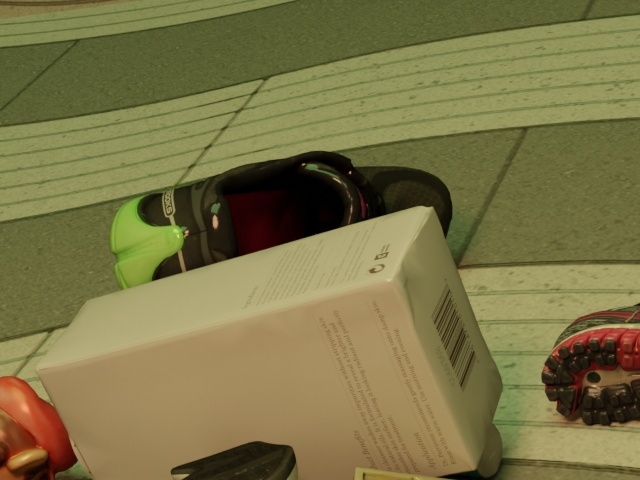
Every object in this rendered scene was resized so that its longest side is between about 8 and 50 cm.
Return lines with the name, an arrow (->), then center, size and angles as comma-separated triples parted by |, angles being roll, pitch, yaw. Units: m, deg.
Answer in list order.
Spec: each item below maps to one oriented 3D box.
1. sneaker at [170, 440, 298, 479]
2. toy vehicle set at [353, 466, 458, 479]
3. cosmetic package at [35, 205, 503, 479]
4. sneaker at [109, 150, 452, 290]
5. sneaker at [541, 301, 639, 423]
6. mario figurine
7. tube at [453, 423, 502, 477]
sneaker -> -0.060, 0.272, 1.510 | 0.123, 0.178, 0.295 | -18, -1, -7
toy vehicle set -> 0.106, 0.284, 1.495 | 0.166, 0.035, 0.267 | 8, 25, -2
cosmetic package -> -0.047, 0.132, 1.704 | 0.385, 0.217, 0.156 | -13, 23, 24
sneaker -> 0.000, 0.000, 1.934 | 0.202, 0.185, 0.482 | -18, -3, 42
sneaker -> 0.364, 0.094, 1.727 | 0.299, 0.121, 0.112 | -5, 24, 22
mario figurine -> -0.372, 0.259, 1.778 | 0.320, 0.198, 0.170 | -19, -16, -43
tube -> 0.077, 0.200, 1.755 | 0.207, 0.052, 0.080 | -2, 19, 38
